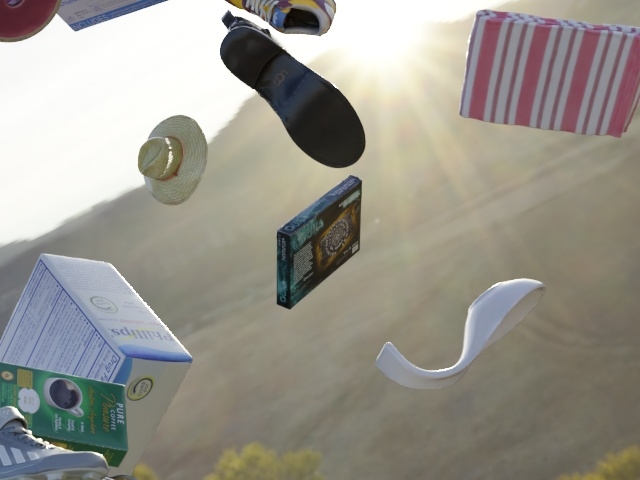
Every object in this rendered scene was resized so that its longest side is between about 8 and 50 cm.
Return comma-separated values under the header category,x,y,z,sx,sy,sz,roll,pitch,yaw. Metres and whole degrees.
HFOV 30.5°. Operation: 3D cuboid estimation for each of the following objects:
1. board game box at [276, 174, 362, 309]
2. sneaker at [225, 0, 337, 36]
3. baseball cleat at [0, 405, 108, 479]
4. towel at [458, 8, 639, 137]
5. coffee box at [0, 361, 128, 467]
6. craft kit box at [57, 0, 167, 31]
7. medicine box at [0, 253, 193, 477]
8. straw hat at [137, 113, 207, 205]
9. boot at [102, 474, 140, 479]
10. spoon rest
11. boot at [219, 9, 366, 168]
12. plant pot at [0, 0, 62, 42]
category,x,y,z,sx,sy,sz,roll,pitch,yaw
board game box,0.000,0.000,1.665,0.026,0.126,0.186,20,37,27
sneaker,-0.070,-0.348,1.717,0.185,0.069,0.084,14,37,4
baseball cleat,-0.313,0.223,1.245,0.206,0.109,0.072,-13,-31,22
towel,0.257,-0.184,1.294,0.197,0.144,0.029,8,45,3
coffee box,-0.330,0.213,1.443,0.040,0.184,0.113,-60,29,32
craft kit box,-0.339,-0.423,1.676,0.250,0.246,0.061,-9,54,33
medicine box,-0.386,0.211,1.911,0.149,0.289,0.263,9,-63,-49
straw hat,-0.240,-0.124,1.759,0.144,0.144,0.061,-25,-15,35
boot,-0.181,0.300,1.292,0.219,0.082,0.106,15,6,24
spoon rest,0.208,0.133,1.617,0.276,0.084,0.137,-23,-26,-29
boot,-0.040,-0.221,1.624,0.091,0.263,0.229,-43,10,9
plant pot,-0.415,-0.339,1.456,0.201,0.201,0.180,-29,46,-24
